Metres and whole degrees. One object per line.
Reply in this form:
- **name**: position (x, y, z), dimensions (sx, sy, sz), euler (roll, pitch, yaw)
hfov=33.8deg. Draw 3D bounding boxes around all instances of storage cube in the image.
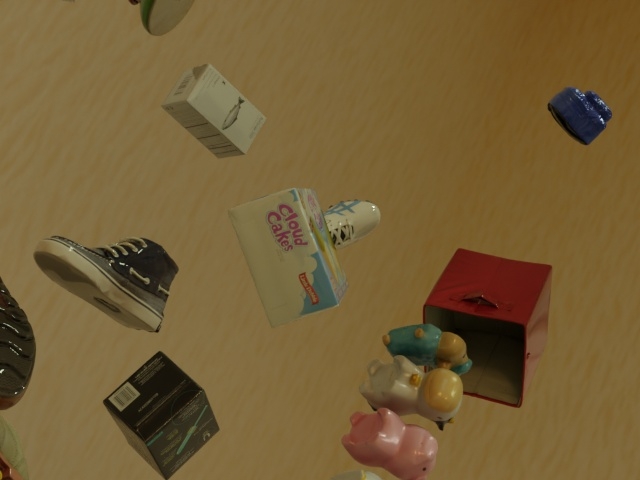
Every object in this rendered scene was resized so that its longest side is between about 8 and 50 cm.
- **storage cube**: position (0.301, 0.150, 1.882), dimensions (0.184, 0.193, 0.215), euler (10, -55, 22)

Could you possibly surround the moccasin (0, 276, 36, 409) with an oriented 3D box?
- **moccasin**: position (-0.563, 0.140, 1.681), dimensions (0.139, 0.147, 0.380), euler (23, 19, -49)

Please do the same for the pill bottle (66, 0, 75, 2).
- **pill bottle**: position (-0.508, -0.459, 1.472), dimensions (0.363, 0.210, 0.210), euler (12, -13, -17)

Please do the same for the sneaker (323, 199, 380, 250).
- **sneaker**: position (0.000, 0.000, 1.729), dimensions (0.086, 0.237, 0.085), euler (41, -34, 52)

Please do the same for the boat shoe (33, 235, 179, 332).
- **boat shoe**: position (-0.408, 0.041, 2.045), dimensions (0.127, 0.158, 0.340), euler (4, -27, 31)

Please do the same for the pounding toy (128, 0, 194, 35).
- **pounding toy**: position (-0.356, -0.555, 2.261), dimensions (0.110, 0.183, 0.237), euler (35, -10, 10)

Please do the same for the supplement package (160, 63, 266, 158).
- **supplement package**: position (-0.223, -0.269, 2.217), dimensions (0.179, 0.105, 0.105), euler (42, -27, -31)

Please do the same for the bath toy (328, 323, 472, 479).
- **bath toy**: position (0.117, 0.290, 1.539), dimensions (0.151, 0.348, 0.129), euler (-8, -48, 42)

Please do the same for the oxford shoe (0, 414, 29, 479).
- **oxford shoe**: position (-0.763, 0.434, 2.360), dimensions (0.140, 0.146, 0.397), euler (-11, -57, 1)

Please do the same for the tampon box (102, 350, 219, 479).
- **tampon box**: position (-0.243, 0.273, 1.635), dimensions (0.101, 0.120, 0.161), euler (38, -22, 25)

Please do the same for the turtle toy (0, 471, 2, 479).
- **turtle toy**: position (-0.652, 0.437, 1.972), dimensions (0.066, 0.130, 0.095), euler (-18, -16, 37)

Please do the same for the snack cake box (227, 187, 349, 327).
- **snack cake box**: position (-0.034, 0.015, 1.356), dimensions (0.264, 0.089, 0.152), euler (-32, 103, -85)

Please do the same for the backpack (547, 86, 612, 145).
- **backpack**: position (0.543, -0.271, 2.216), dimensions (0.120, 0.101, 0.098), euler (44, 4, 0)
